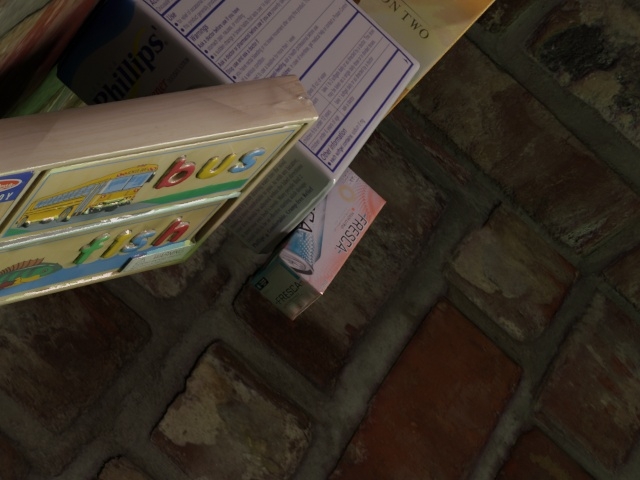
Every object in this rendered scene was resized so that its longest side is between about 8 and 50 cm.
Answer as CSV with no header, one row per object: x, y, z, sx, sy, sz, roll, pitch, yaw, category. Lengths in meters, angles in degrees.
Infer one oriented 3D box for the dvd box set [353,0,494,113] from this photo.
-0.011,-0.269,1.791,0.420,0.307,0.062,-45,-177,27,dvd box set

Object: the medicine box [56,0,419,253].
-0.079,-0.180,1.631,0.149,0.289,0.263,-44,-174,40,medicine box

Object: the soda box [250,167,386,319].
0.000,0.000,1.618,0.058,0.063,0.183,-44,-173,41,soda box

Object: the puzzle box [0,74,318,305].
-0.221,-0.031,1.381,0.409,0.052,0.272,-15,158,-43,puzzle box
